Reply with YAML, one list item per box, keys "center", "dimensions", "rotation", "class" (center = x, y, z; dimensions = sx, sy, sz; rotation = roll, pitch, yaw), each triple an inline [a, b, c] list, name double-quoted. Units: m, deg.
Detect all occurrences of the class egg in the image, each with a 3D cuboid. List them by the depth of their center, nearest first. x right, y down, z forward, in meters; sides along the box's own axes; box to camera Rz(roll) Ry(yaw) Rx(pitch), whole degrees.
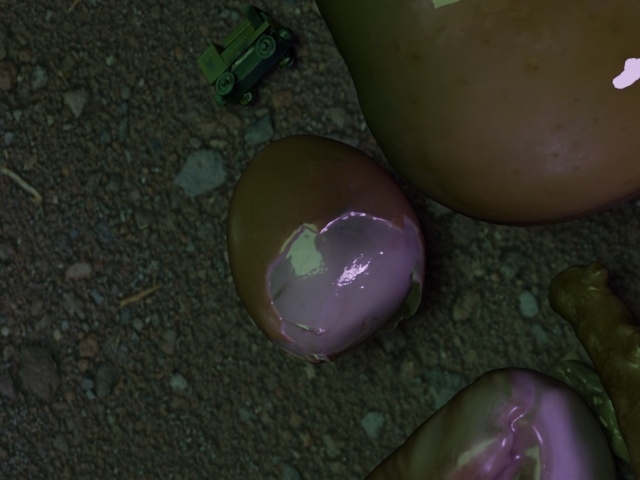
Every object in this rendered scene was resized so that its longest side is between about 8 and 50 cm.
- center: [0.000, 0.000, 1.781]
  dimensions: [0.201, 0.201, 0.244]
  rotation: [-37, 59, 22]
  class: "egg"

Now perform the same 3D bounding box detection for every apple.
- center: [0.210, -0.244, 1.551]
  dimensions: [0.474, 0.474, 0.473]
  rotation: [-3, 84, 30]
  class: "apple"

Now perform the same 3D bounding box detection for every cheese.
- center: [0.302, 0.183, 1.678]
  dimensions: [0.194, 0.043, 0.065]
  rotation: [31, 100, 28]
  class: "cheese"

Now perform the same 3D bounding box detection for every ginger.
- center: [0.290, 0.130, 1.625]
  dimensions: [0.118, 0.065, 0.299]
  rotation: [105, 150, -41]
  class: "ginger"

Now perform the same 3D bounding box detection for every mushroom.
- center: [0.128, 0.318, 1.691]
  dimensions: [0.314, 0.224, 0.397]
  rotation: [3, 82, 46]
  class: "mushroom"

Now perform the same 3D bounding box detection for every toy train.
- center: [-0.082, -0.206, 1.934]
  dimensions: [0.122, 0.050, 0.081]
  rotation: [-44, 56, 19]
  class: "toy train"
